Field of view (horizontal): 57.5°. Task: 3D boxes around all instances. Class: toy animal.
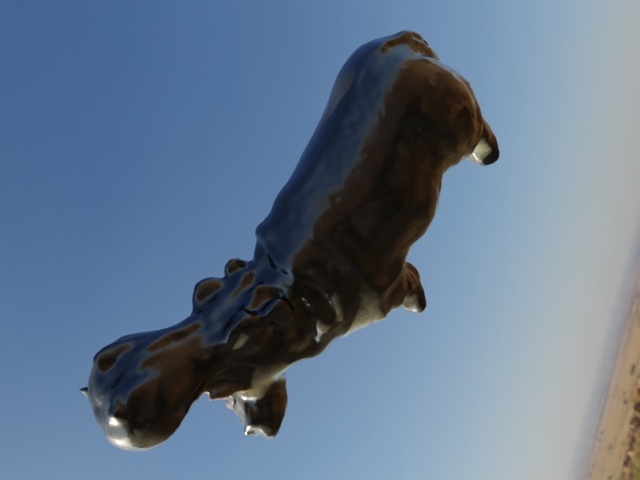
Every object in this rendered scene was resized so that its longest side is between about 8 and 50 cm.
[{"bbox_3d":[0.005,0.013,0.413,0.343,0.106,0.168,-53,-45,-14],"label":"toy animal"}]
